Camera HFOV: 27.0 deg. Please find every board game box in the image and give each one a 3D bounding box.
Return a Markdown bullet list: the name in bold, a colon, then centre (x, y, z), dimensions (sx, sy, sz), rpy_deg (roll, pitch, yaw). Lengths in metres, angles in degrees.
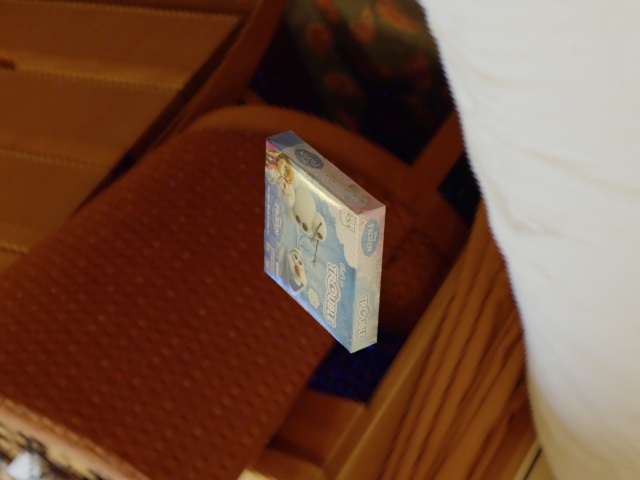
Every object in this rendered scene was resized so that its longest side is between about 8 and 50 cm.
- **board game box**: centre (0.000, 0.000, 0.722), dimensions (0.090, 0.020, 0.090), rpy_deg (40, 140, 42)
